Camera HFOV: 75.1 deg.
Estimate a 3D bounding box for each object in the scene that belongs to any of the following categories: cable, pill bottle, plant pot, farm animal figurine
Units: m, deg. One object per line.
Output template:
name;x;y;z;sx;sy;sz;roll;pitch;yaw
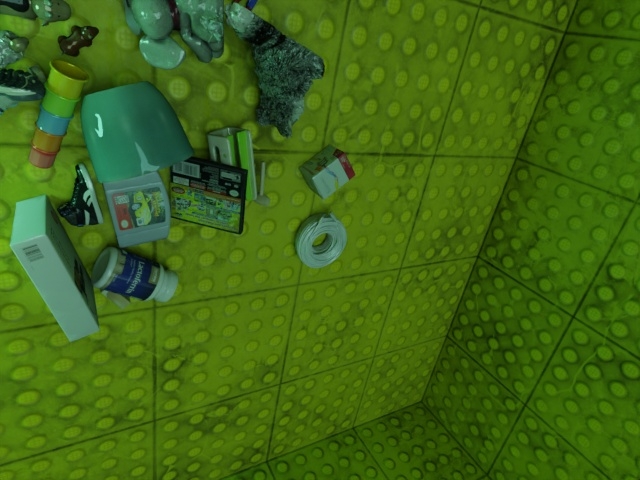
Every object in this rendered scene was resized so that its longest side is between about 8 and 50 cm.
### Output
cable;0.000;0.000;1.925;0.257;0.089;0.257;-45;133;-1
pill bottle;-0.671;0.133;1.520;0.265;0.153;0.153;28;100;-42
plant pot;-0.555;-0.332;1.231;0.293;0.293;0.235;-23;115;-20
farm animal figurine;-0.712;-0.611;1.014;0.327;0.172;0.330;-19;127;-23

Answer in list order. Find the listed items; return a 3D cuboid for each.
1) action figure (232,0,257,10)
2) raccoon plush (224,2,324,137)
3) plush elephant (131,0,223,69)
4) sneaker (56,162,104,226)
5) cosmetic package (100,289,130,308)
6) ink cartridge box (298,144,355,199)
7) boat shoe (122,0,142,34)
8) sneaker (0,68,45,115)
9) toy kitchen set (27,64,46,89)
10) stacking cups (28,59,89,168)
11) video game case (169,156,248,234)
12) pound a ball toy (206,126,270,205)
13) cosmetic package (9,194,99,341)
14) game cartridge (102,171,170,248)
action figure;-0.174;-0.804;1.280;0.091;0.139;0.280;24;101;-42
raccoon plush;-0.196;-0.533;1.367;0.447;0.216;0.299;11;114;-46
plush elephant;-0.401;-0.634;1.163;0.256;0.330;0.271;0;126;-13
sneaker;-0.781;-0.134;1.328;0.121;0.079;0.216;-17;127;-26
cosmetic package;-0.769;0.200;1.559;0.041;0.060;0.115;-38;133;-8
ink cartridge box;0.026;-0.285;1.735;0.176;0.128;0.127;-39;132;-7
boat shoe;-0.532;-0.665;1.186;0.040;0.049;0.142;-57;153;-46
sneaker;-0.861;-0.374;1.089;0.283;0.110;0.122;0;132;-4
toy kitchen set;-0.756;-0.460;1.160;0.075;0.068;0.083;-37;161;-26
stacking cups;-0.755;-0.348;1.178;0.096;0.096;0.316;16;127;-39
video game case;-0.399;-0.163;1.472;0.275;0.035;0.248;14;121;5
pound a ball toy;-0.308;-0.257;1.554;0.208;0.136;0.319;-40;137;-48
cosmetic package;-0.820;0.084;1.302;0.098;0.284;0.377;-23;128;-22
game cartridge;-0.633;-0.121;1.455;0.196;0.060;0.294;-18;126;-29
